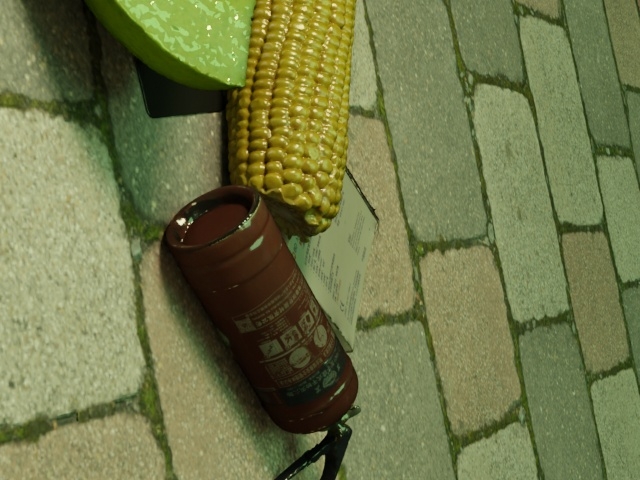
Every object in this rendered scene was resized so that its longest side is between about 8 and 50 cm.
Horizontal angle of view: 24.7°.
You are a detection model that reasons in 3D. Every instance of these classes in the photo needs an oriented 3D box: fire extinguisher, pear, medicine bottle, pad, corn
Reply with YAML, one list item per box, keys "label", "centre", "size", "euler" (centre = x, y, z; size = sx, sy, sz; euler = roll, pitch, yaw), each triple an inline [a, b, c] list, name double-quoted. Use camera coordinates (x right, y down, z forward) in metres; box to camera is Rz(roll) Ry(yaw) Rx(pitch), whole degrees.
- label: "fire extinguisher"
  centre: [-0.046, 0.118, 1.438]
  size: [0.138, 0.102, 0.344]
  euler: [-42, 123, -24]
- label: "pear"
  centre: [-0.172, -0.280, 1.307]
  size: [0.239, 0.139, 0.288]
  euler: [29, 56, -39]
- label: "medicine bottle"
  centre: [0.000, 0.000, 1.617]
  size: [0.171, 0.052, 0.201]
  euler: [54, 35, -40]
- label: "pad"
  centre: [-0.143, -0.180, 1.459]
  size: [0.157, 0.003, 0.112]
  euler: [-17, 95, -64]
- label: "corn"
  centre: [-0.034, -0.190, 1.538]
  size: [0.144, 0.144, 0.387]
  euler: [40, 48, -52]
